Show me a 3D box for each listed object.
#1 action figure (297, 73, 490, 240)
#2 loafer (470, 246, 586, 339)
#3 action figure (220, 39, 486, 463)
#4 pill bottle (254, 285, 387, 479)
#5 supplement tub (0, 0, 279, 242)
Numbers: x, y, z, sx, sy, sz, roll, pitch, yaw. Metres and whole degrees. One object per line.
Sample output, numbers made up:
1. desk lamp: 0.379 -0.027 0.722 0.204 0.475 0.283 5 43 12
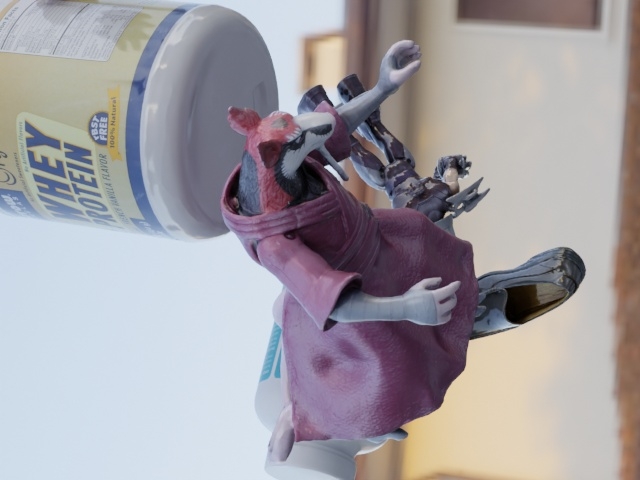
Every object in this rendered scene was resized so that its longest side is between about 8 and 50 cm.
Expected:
1. action figure: 0.092 -0.085 2.189 0.185 0.285 0.099 -26 -26 -23
2. loafer: 0.195 0.064 1.811 0.062 0.170 0.061 50 -151 -14
3. action figure: 0.000 0.000 1.521 0.370 0.275 0.248 49 -147 -43
4. pill bottle: 0.016 0.121 1.792 0.146 0.146 0.264 52 -132 -60
5. supplement tub: -0.224 -0.126 1.700 0.228 0.316 0.228 -30 -56 -60
